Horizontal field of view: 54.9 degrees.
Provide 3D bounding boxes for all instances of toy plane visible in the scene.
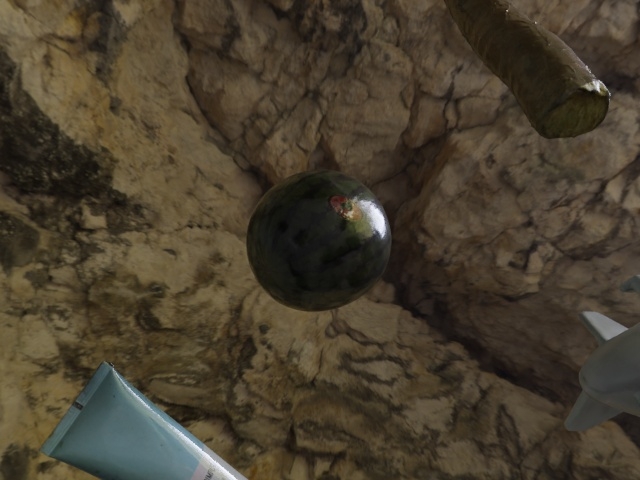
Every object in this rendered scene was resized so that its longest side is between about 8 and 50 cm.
[{"bbox_3d":[0.342,0.115,0.516,0.267,0.266,0.122,9,-52,2],"label":"toy plane"}]

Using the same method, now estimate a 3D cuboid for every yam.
[{"bbox_3d":[0.213,-0.237,0.703,0.081,0.081,0.356,-12,-133,0],"label":"yam"}]

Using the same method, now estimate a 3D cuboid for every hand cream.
[{"bbox_3d":[-0.165,0.275,0.715,0.312,0.070,0.111,44,-122,-20],"label":"hand cream"}]

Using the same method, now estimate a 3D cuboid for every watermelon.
[{"bbox_3d":[0.000,0.000,0.888,0.212,0.212,0.212,0,-96,1],"label":"watermelon"}]
